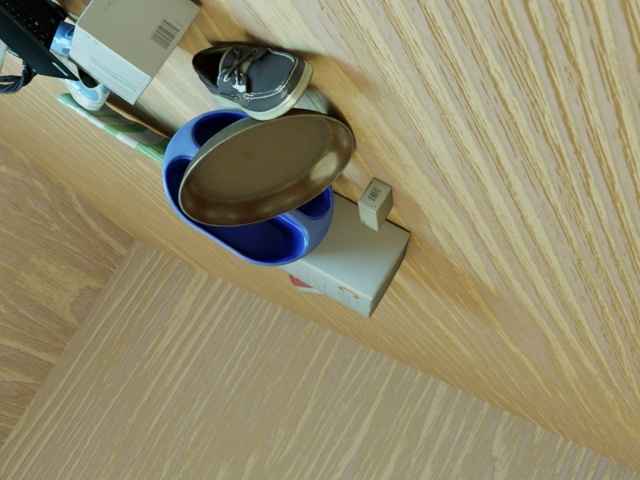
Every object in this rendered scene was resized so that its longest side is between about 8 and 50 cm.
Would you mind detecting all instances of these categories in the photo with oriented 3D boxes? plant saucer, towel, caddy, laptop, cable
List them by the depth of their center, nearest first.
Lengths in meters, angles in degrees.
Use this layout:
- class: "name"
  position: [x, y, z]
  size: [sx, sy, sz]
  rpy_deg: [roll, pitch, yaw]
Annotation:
- class: "plant saucer"
  position: [-0.095, -0.128, 1.465]
  size: [0.310, 0.310, 0.050]
  rpy_deg: [61, -175, -67]
- class: "laptop"
  position: [-0.513, -0.409, 1.484]
  size: [0.136, 0.264, 0.234]
  rpy_deg: [-20, 135, 25]
- class: "caddy"
  position: [-0.140, -0.099, 1.670]
  size: [0.341, 0.241, 0.179]
  rpy_deg: [32, 174, -11]
- class: "cable"
  position: [-0.690, -0.399, 1.913]
  size: [0.150, 0.184, 0.047]
  rpy_deg: [28, 143, 5]
- class: "towel"
  position: [-0.429, -0.250, 2.030]
  size: [0.325, 0.038, 0.248]
  rpy_deg: [32, -171, -1]

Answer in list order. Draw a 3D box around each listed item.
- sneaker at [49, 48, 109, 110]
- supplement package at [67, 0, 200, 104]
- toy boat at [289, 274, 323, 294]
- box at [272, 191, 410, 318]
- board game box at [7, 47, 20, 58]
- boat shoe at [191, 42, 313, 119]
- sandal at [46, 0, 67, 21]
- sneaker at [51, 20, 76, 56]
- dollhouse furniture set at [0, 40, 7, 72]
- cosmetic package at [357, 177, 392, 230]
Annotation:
- class: "sneaker"
  position: [-0.557, -0.386, 1.906]
  size: [0.237, 0.086, 0.085]
  rpy_deg: [41, -155, 2]
- class: "supplement package"
  position: [-0.301, -0.324, 1.377]
  size: [0.134, 0.139, 0.244]
  rpy_deg: [35, 169, -15]
- class: "toy boat"
  position: [-0.004, 0.047, 2.224]
  size: [0.151, 0.151, 0.231]
  rpy_deg: [65, 158, -10]
- class: "box"
  position: [0.000, 0.000, 1.888]
  size: [0.345, 0.168, 0.215]
  rpy_deg: [29, 167, 9]
- class: "board game box"
  position: [-0.676, -0.441, 2.044]
  size: [0.186, 0.026, 0.126]
  rpy_deg: [28, 168, 9]
- class: "boat shoe"
  position: [-0.115, -0.252, 1.326]
  size: [0.092, 0.103, 0.285]
  rpy_deg: [33, 174, -33]
- class: "sandal"
  position: [-0.577, -0.464, 1.688]
  size: [0.179, 0.040, 0.067]
  rpy_deg: [28, 168, 12]
- class: "sneaker"
  position: [-0.442, -0.379, 1.669]
  size: [0.209, 0.069, 0.082]
  rpy_deg: [29, 150, -5]
- class: "dollhouse furniture set"
  position: [-0.750, -0.486, 1.789]
  size: [0.198, 0.286, 0.303]
  rpy_deg: [12, -155, -29]
- class: "cosmetic package"
  position: [0.104, -0.067, 1.640]
  size: [0.041, 0.060, 0.115]
  rpy_deg: [29, 166, 14]
